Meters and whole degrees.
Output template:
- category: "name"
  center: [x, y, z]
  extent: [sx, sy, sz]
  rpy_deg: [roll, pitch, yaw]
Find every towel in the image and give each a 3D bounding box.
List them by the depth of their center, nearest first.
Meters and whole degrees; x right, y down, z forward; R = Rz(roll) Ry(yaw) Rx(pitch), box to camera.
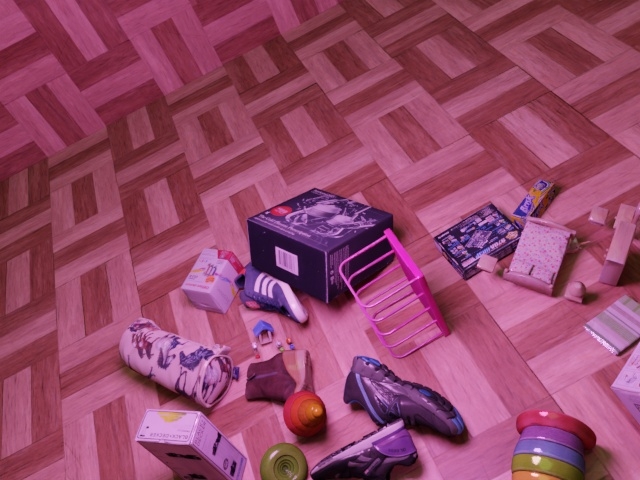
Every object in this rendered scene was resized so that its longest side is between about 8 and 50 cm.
- category: "towel"
  center: [0.769, 0.216, 1.645]
  extent: [0.152, 0.023, 0.113]
  rpy_deg: [-33, 47, -9]

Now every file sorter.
- category: "file sorter"
  center: [0.200, 0.159, 1.774]
  extent: [0.182, 0.291, 0.202]
  rpy_deg: [-31, 44, 0]

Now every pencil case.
- category: "pencil case"
  center: [-0.447, 0.362, 1.982]
  extent: [0.410, 0.160, 0.183]
  rpy_deg: [14, 70, 34]

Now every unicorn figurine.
- category: "unicorn figurine"
  center: [0.673, -0.003, 1.859]
  extent: [0.162, 0.060, 0.111]
  rpy_deg: [-16, 54, 3]

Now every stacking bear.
- category: "stacking bear"
  center: [0.488, 0.534, 1.396]
  extent: [0.175, 0.164, 0.289]
  rpy_deg: [4, 57, 28]

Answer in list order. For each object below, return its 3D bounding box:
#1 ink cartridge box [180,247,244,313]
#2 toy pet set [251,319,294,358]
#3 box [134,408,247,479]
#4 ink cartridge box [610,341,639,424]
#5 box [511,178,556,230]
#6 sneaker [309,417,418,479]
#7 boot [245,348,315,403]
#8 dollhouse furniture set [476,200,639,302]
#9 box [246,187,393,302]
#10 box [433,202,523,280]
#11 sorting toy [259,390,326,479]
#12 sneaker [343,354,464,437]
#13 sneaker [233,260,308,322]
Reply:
- category: "ink cartridge box"
  center: [-0.358, 0.136, 2.171]
  extent: [0.128, 0.127, 0.176]
  rpy_deg: [6, 54, 29]
- category: "toy pet set"
  center: [-0.156, 0.291, 1.958]
  extent: [0.122, 0.065, 0.114]
  rpy_deg: [-14, 24, -14]
- category: "box"
  center: [-0.327, 0.543, 1.669]
  extent: [0.169, 0.290, 0.087]
  rpy_deg: [-4, 49, 23]
- category: "ink cartridge box"
  center: [0.831, 0.305, 1.419]
  extent: [0.309, 0.272, 0.130]
  rpy_deg: [-47, 17, -19]
- category: "box"
  center: [0.651, -0.107, 1.964]
  extent: [0.054, 0.059, 0.169]
  rpy_deg: [23, 62, 41]
- category: "sneaker"
  center: [0.106, 0.557, 1.586]
  extent: [0.283, 0.107, 0.124]
  rpy_deg: [-33, 75, 18]
- category: "boot"
  center: [-0.122, 0.436, 1.839]
  extent: [0.207, 0.090, 0.248]
  rpy_deg: [-21, 45, 24]
- category: "dollhouse furniture set"
  center: [0.645, -0.022, 1.741]
  extent: [0.355, 0.174, 0.303]
  rpy_deg: [19, 71, 23]
- category: "box"
  center: [0.000, 0.000, 2.012]
  extent: [0.343, 0.179, 0.312]
  rpy_deg: [22, 36, 37]
- category: "box"
  center: [0.481, 0.001, 1.952]
  extent: [0.220, 0.051, 0.175]
  rpy_deg: [-31, 44, -4]
- category: "sorting toy"
  center: [-0.068, 0.551, 1.619]
  extent: [0.127, 0.126, 0.365]
  rpy_deg: [27, 66, -9]
- category: "sneaker"
  center: [0.210, 0.429, 1.669]
  extent: [0.341, 0.125, 0.140]
  rpy_deg: [25, 92, 35]
- category: "sneaker"
  center: [-0.167, 0.183, 2.046]
  extent: [0.148, 0.131, 0.350]
  rpy_deg: [-37, 36, -9]
